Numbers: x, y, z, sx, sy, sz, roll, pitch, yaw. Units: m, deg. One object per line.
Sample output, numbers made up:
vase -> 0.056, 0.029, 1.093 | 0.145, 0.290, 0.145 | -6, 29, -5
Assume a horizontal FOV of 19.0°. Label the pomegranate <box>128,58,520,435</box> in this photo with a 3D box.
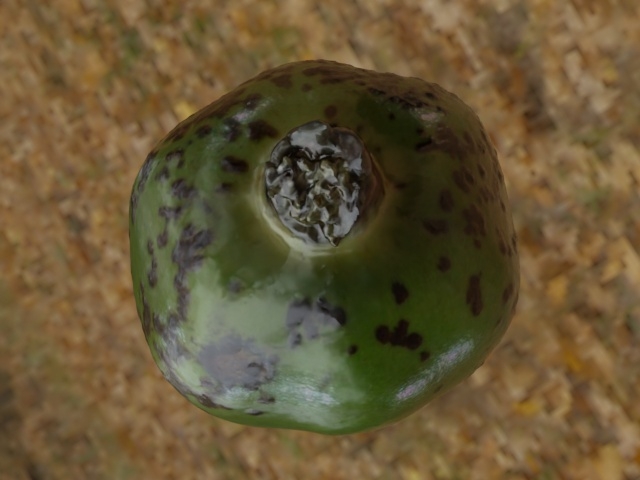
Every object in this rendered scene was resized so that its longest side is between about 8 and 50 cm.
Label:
pomegranate -> 0.000, 0.000, 1.180 | 0.254, 0.254, 0.270 | 56, 175, 16
